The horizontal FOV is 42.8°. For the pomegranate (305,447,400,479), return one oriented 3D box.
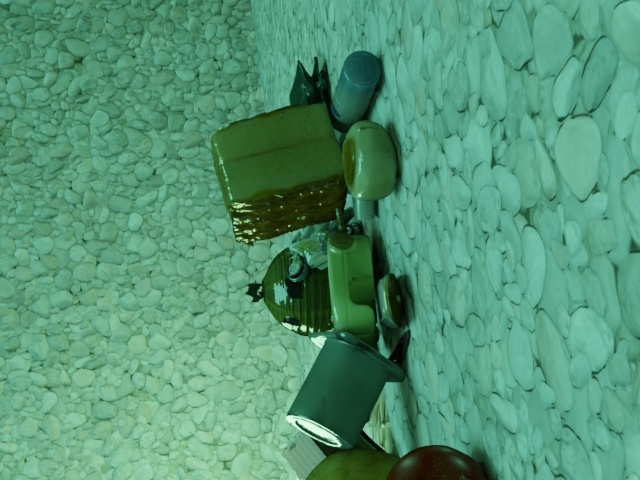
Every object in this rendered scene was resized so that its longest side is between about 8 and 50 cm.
[{"bbox_3d":[0.082,0.529,1.586,0.260,0.261,0.260,174,90,-82],"label":"pomegranate"}]

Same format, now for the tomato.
[{"bbox_3d":[0.177,0.384,1.216,0.167,0.167,0.167,174,90,-82],"label":"tomato"}]

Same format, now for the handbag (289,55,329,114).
[{"bbox_3d":[-0.018,-0.301,2.211,0.238,0.090,0.326,115,149,-74],"label":"handbag"}]

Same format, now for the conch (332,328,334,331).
[{"bbox_3d":[0.076,0.258,1.971,0.184,0.121,0.221,-62,14,16],"label":"conch"}]

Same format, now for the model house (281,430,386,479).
[{"bbox_3d":[0.027,0.509,1.885,0.294,0.154,0.207,44,151,30],"label":"model house"}]

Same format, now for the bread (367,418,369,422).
[{"bbox_3d":[0.049,0.395,2.104,0.149,0.143,0.158,-107,17,-52],"label":"bread"}]

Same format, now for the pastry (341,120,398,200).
[{"bbox_3d":[0.094,-0.152,1.547,0.156,0.092,0.156,171,90,-80],"label":"pastry"}]

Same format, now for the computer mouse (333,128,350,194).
[{"bbox_3d":[0.045,-0.200,1.974,0.089,0.056,0.181,-161,66,-76],"label":"computer mouse"}]

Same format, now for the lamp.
[{"bbox_3d":[-0.053,0.121,2.102,0.250,0.285,0.250,178,90,-85],"label":"lamp"}]

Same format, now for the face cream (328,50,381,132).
[{"bbox_3d":[0.067,-0.297,1.662,0.250,0.077,0.077,114,149,-74],"label":"face cream"}]

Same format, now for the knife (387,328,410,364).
[{"bbox_3d":[0.155,0.236,1.670,0.247,0.018,0.035,102,163,-61],"label":"knife"}]

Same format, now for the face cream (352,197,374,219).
[{"bbox_3d":[0.088,-0.135,1.732,0.072,0.051,0.182,-127,32,-78],"label":"face cream"}]

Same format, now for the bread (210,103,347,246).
[{"bbox_3d":[-0.092,-0.143,1.809,0.279,0.279,0.207,89,165,-74],"label":"bread"}]

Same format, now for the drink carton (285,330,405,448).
[{"bbox_3d":[0.044,0.306,1.641,0.185,0.191,0.189,-18,40,57],"label":"drink carton"}]

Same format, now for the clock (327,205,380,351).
[{"bbox_3d":[0.069,0.084,1.769,0.235,0.096,0.307,75,-171,-65],"label":"clock"}]

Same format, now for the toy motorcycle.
[{"bbox_3d":[0.000,0.000,1.969,0.074,0.229,0.151,33,-151,-43],"label":"toy motorcycle"}]

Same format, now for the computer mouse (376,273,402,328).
[{"bbox_3d":[0.136,0.120,1.597,0.199,0.045,0.102,83,180,-78],"label":"computer mouse"}]
